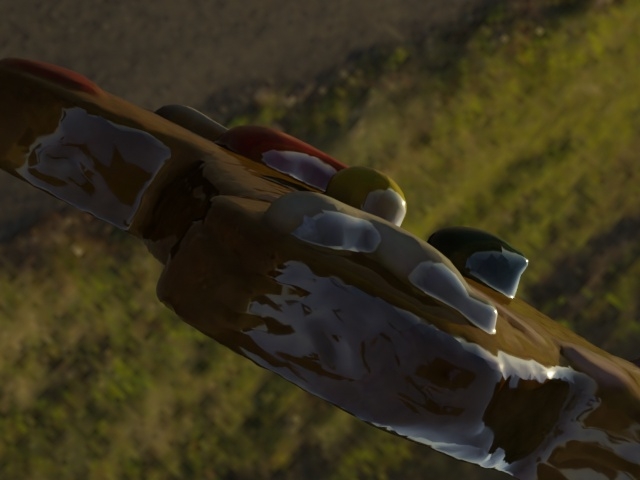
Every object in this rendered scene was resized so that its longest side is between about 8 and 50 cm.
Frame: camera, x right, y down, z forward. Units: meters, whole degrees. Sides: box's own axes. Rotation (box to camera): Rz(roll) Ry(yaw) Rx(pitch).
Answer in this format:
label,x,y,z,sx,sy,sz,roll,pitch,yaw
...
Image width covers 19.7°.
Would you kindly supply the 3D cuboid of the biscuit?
label,x,y,z,sx,sy,sz,roll,pitch,yaw
biscuit,0.001,-0.001,0.695,0.064,0.283,0.432,-62,-156,3
